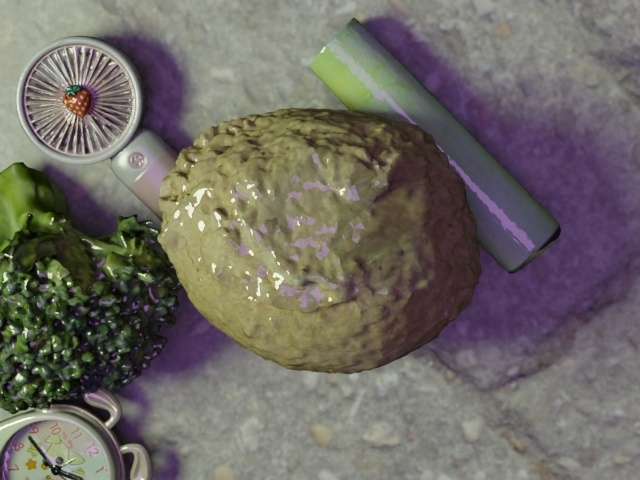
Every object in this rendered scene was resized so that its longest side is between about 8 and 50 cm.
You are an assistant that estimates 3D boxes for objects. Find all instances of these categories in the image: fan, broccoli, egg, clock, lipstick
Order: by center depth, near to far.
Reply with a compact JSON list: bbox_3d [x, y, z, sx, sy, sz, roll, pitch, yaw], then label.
[{"bbox_3d":[0.000,0.000,1.308,0.310,0.279,0.279,7,98,5],"label":"egg"},{"bbox_3d":[0.116,-0.093,1.384,0.304,0.076,0.076,45,98,-3],"label":"lipstick"},{"bbox_3d":[-0.297,0.050,1.386,0.288,0.245,0.248,14,131,-24],"label":"broccoli"},{"bbox_3d":[-0.203,-0.104,1.408,0.130,0.074,0.244,-45,96,7],"label":"fan"},{"bbox_3d":[-0.278,0.242,1.462,0.191,0.062,0.151,-29,94,7],"label":"clock"}]
